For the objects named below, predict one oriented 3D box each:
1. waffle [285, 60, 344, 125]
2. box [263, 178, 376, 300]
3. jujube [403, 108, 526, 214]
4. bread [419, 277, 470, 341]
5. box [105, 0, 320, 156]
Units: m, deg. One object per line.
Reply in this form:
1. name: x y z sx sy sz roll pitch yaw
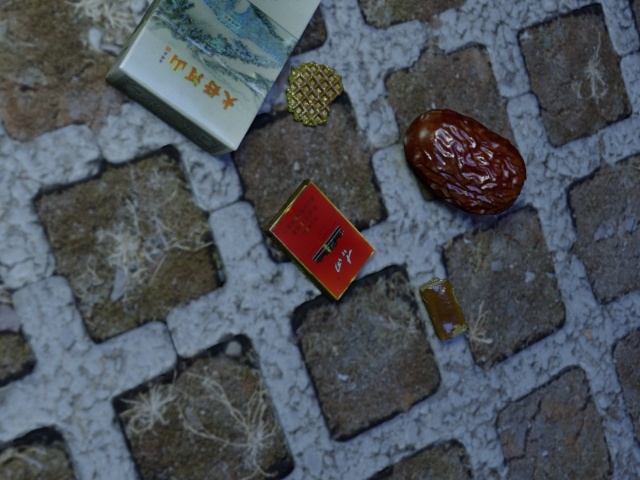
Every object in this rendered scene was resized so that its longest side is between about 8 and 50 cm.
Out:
1. waffle: -0.008 -0.188 1.191 0.078 0.016 0.085 18 78 -23
2. box: 0.000 0.000 1.182 0.133 0.023 0.090 47 70 -18
3. jujube: 0.192 -0.107 1.251 0.176 0.109 0.112 28 38 -16
4. bread: 0.167 0.093 1.262 0.047 0.036 0.083 -26 101 -19
5. box: -0.118 -0.252 1.104 0.164 0.069 0.257 35 72 -23
